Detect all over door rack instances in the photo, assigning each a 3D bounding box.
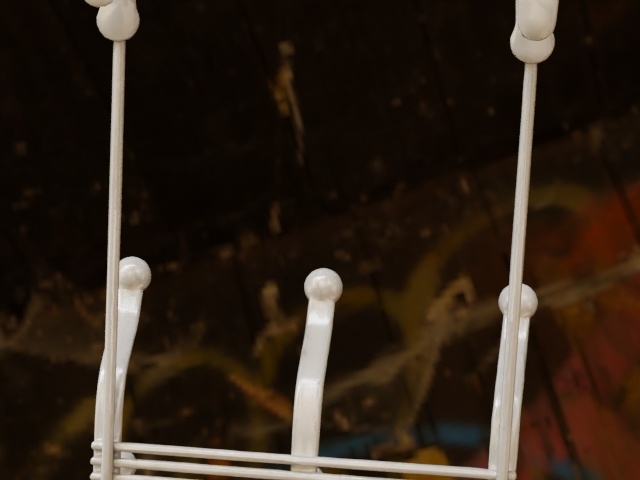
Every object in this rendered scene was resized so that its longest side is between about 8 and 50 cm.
[{"bbox_3d":[0.000,0.000,1.002,0.239,0.108,0.324,3,-69,3],"label":"over door rack"}]
